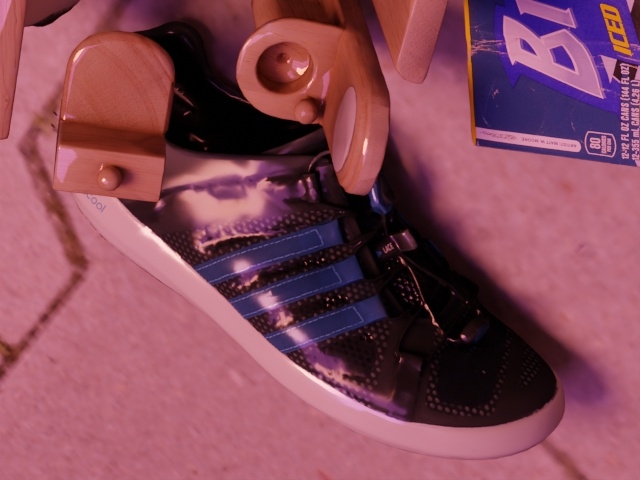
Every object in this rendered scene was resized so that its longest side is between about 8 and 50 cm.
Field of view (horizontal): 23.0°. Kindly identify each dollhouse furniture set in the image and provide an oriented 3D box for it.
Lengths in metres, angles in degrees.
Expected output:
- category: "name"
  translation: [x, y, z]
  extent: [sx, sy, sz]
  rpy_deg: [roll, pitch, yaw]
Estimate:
- category: "dollhouse furniture set"
  translation: [-0.055, -0.068, 0.441]
  extent: [0.151, 0.123, 0.144]
  rpy_deg: [8, 120, -12]

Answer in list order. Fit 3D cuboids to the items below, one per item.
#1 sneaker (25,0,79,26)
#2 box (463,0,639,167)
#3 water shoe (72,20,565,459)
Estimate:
- category: "sneaker"
  translation: [-0.176, -0.191, 0.508]
  extent: [0.292, 0.110, 0.118]
  rpy_deg: [47, 123, -4]
- category: "box"
  translation: [0.073, -0.107, 0.437]
  extent: [0.059, 0.054, 0.169]
  rpy_deg: [10, 124, 26]
- category: "water shoe"
  translation: [0.000, 0.000, 0.542]
  extent: [0.203, 0.073, 0.080]
  rpy_deg: [31, 127, 10]
